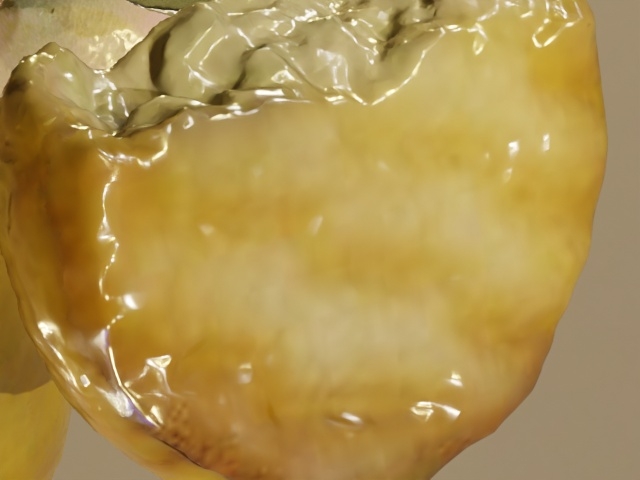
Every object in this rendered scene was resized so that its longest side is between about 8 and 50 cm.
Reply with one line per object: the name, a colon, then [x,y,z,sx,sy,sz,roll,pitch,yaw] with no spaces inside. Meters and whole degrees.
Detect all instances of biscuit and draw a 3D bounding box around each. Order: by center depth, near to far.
biscuit: [-0.001,0.000,0.733,0.091,0.274,0.213,11,-71,47]

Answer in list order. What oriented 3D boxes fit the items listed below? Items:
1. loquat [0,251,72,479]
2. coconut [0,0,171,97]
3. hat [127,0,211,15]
loquat: [-0.252,0.056,0.943,0.275,0.275,0.274,-31,-141,30]
coconut: [-0.126,-0.130,1.246,0.233,0.233,0.245,-11,-131,45]
hat: [0.002,-0.181,1.061,0.252,0.110,0.252,-22,-139,20]
